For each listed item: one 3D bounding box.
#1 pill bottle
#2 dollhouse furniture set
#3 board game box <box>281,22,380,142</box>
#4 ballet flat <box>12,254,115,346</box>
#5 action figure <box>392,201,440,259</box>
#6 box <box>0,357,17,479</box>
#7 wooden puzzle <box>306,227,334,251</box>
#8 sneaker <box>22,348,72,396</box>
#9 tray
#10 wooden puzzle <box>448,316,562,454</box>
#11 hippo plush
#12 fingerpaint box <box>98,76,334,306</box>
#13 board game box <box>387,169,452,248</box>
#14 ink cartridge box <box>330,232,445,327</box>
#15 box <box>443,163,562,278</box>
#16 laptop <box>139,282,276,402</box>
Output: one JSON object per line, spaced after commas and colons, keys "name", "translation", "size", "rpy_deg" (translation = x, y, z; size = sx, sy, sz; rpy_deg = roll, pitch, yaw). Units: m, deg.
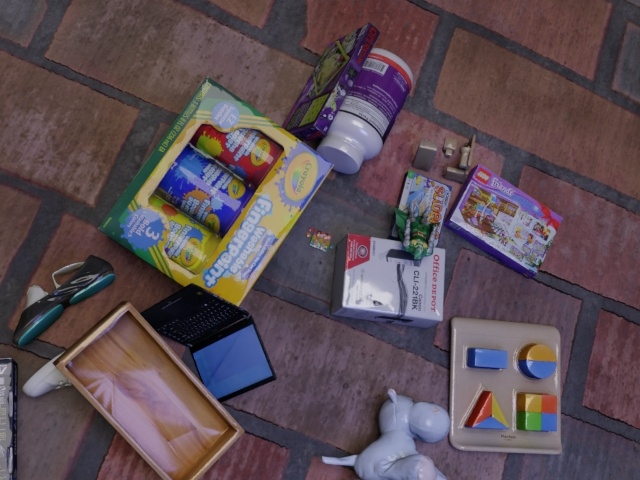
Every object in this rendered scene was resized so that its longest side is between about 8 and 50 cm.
{"name": "pill bottle", "translation": [0.112, -0.344, 2.027], "size": [0.181, 0.181, 0.323], "rpy_deg": [29, 70, -6]}
{"name": "dollhouse furniture set", "translation": [0.348, -0.260, 2.104], "size": [0.151, 0.144, 0.123], "rpy_deg": [13, 67, 3]}
{"name": "board game box", "translation": [0.017, -0.407, 2.004], "size": [0.056, 0.208, 0.347], "rpy_deg": [38, 68, -29]}
{"name": "ballet flat", "translation": [-0.611, 0.130, 1.756], "size": [0.096, 0.095, 0.280], "rpy_deg": [45, 58, 10]}
{"name": "action figure", "translation": [0.251, -0.019, 1.938], "size": [0.137, 0.063, 0.232], "rpy_deg": [14, 33, -2]}
{"name": "box", "translation": [-0.854, 0.422, 1.601], "size": [0.395, 0.097, 0.318], "rpy_deg": [-2, 74, -16]}
{"name": "wooden puzzle", "translation": [0.000, 0.000, 1.996], "size": [0.083, 0.006, 0.049], "rpy_deg": [21, 71, -9]}
{"name": "sneaker", "translation": [-0.523, 0.294, 1.719], "size": [0.290, 0.106, 0.123], "rpy_deg": [-29, 82, -22]}
{"name": "tray", "translation": [-0.381, 0.355, 1.704], "size": [0.203, 0.076, 0.411], "rpy_deg": [-44, 105, -21]}
{"name": "wooden puzzle", "translation": [0.498, 0.379, 1.990], "size": [0.322, 0.080, 0.348], "rpy_deg": [6, 74, -13]}
{"name": "hippo plush", "translation": [0.204, 0.508, 1.840], "size": [0.294, 0.234, 0.236], "rpy_deg": [1, 47, 27]}
{"name": "fingerpaint box", "translation": [-0.245, -0.099, 1.824], "size": [0.371, 0.163, 0.445], "rpy_deg": [35, 83, -4]}
{"name": "board game box", "translation": [0.274, -0.077, 2.076], "size": [0.136, 0.035, 0.201], "rpy_deg": [19, 71, -9]}
{"name": "ink cartridge box", "translation": [0.178, 0.107, 1.958], "size": [0.273, 0.114, 0.197], "rpy_deg": [9, 72, -13]}
{"name": "box", "translation": [0.514, -0.054, 2.124], "size": [0.293, 0.057, 0.201], "rpy_deg": [32, 70, -5]}
{"name": "laptop", "translation": [-0.268, 0.243, 1.717], "size": [0.264, 0.234, 0.136], "rpy_deg": [33, 44, -34]}
